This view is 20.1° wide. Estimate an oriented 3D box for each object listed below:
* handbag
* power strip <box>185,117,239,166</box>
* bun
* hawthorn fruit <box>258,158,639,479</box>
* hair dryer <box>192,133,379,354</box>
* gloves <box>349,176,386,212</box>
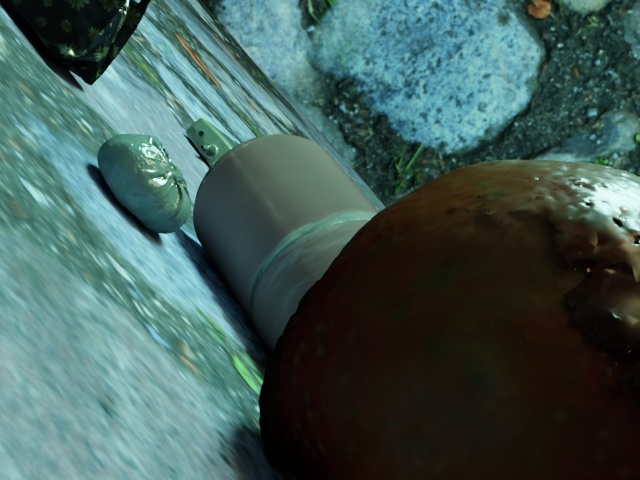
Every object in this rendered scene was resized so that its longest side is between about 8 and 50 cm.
[{"bbox_3d":[-0.177,-0.209,1.452,0.115,0.139,0.072,50,-2,20],"label":"handbag"},{"bbox_3d":[-0.077,-0.071,1.836,0.080,0.029,0.227,51,6,20],"label":"power strip"},{"bbox_3d":[-0.120,-0.042,1.259,0.083,0.045,0.083,52,8,-11],"label":"bun"},{"bbox_3d":[0.115,0.090,1.055,0.316,0.316,0.316,49,6,-7],"label":"hawthorn fruit"},{"bbox_3d":[0.099,0.002,1.375,0.210,0.352,0.125,53,-36,43],"label":"hair dryer"},{"bbox_3d":[0.005,-0.008,1.771,0.142,0.119,0.285,18,-4,24],"label":"gloves"}]
